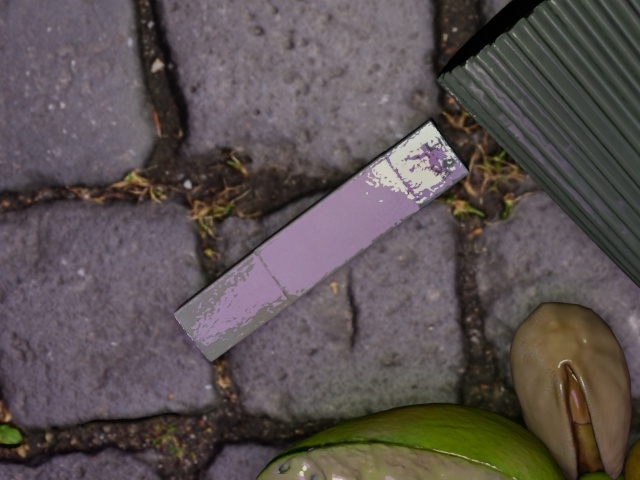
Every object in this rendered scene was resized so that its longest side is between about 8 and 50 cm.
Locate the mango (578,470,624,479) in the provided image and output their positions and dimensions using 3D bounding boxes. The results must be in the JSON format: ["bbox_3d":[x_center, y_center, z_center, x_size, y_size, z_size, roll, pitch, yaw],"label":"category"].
[{"bbox_3d":[0.345,0.309,1.360,0.108,0.056,0.073,17,105,-9],"label":"mango"}]

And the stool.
[{"bbox_3d":[0.334,-0.137,1.175,0.297,0.297,0.330,-40,96,11],"label":"stool"}]

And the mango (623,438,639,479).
[{"bbox_3d":[0.507,0.341,1.273,0.384,0.199,0.221,33,92,4],"label":"mango"}]

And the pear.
[{"bbox_3d":[0.126,0.319,1.296,0.398,0.165,0.399,11,125,17],"label":"pear"}]

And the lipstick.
[{"bbox_3d":[0.000,0.000,1.336,0.371,0.076,0.080,-37,94,11],"label":"lipstick"}]

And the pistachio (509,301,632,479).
[{"bbox_3d":[0.283,0.171,1.293,0.126,0.152,0.223,-15,104,8],"label":"pistachio"}]
